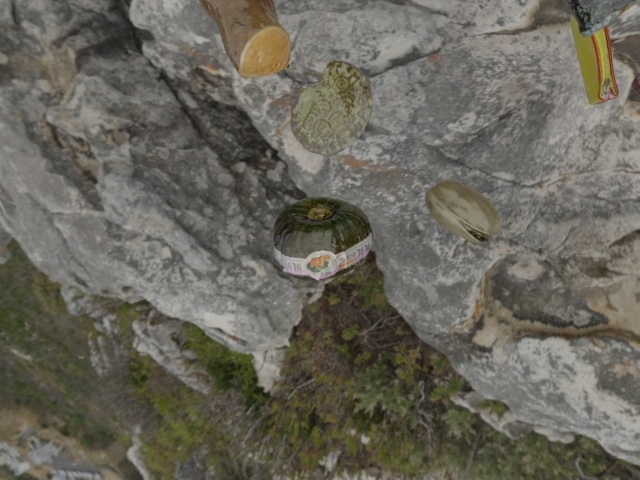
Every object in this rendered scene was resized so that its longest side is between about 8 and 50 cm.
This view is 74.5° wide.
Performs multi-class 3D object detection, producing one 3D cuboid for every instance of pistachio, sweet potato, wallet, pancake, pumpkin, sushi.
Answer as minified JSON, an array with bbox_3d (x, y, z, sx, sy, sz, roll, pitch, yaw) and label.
[{"bbox_3d":[0.409,-0.081,1.211,0.238,0.153,0.137,32,132,-5],"label":"pistachio"},{"bbox_3d":[-0.170,-0.476,0.827,0.131,0.131,0.336,-38,71,36],"label":"sweet potato"},{"bbox_3d":[0.690,-0.464,1.047,0.067,0.141,0.241,-13,98,23],"label":"wallet"},{"bbox_3d":[0.022,-0.316,1.020,0.235,0.029,0.211,-18,87,31],"label":"pancake"},{"bbox_3d":[0.000,0.003,1.092,0.261,0.260,0.189,16,129,25],"label":"pumpkin"},{"bbox_3d":[0.535,-0.472,0.783,0.136,0.225,0.126,-37,85,44],"label":"sushi"}]

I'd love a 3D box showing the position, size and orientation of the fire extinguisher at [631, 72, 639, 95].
[{"bbox_3d":[0.981,-0.321,1.103,0.102,0.138,0.343,-42,57,35],"label":"fire extinguisher"}]
